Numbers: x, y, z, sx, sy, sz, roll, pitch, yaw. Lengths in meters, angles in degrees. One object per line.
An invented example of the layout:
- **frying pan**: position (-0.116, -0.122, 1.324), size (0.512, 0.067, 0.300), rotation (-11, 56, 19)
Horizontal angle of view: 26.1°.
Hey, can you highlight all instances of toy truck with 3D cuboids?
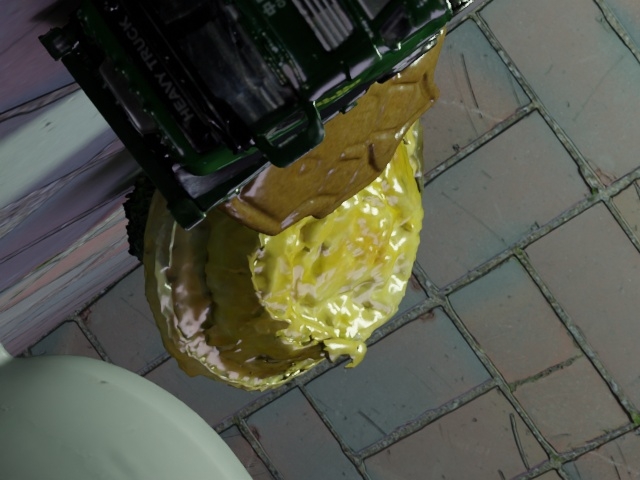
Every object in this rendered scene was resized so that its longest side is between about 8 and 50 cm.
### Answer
- **toy truck**: position (-0.020, -0.074, 0.505), size (0.121, 0.088, 0.259), rotation (-36, -177, 3)

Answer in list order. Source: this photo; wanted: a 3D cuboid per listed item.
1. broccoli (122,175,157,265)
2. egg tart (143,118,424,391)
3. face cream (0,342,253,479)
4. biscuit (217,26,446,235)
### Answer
- **broccoli**: position (-0.068, -0.020, 1.179), size (0.198, 0.226, 0.176), rotation (4, -118, 22)
- **egg tart**: position (0.000, 0.000, 1.024), size (0.107, 0.290, 0.291), rotation (24, -131, 40)
- **face cream**: position (-0.170, 0.195, 0.669), size (0.312, 0.357, 0.219), rotation (-35, -178, 5)
- **biscuit**: position (0.021, -0.088, 0.877), size (0.215, 0.034, 0.182), rotation (-15, 134, -54)
